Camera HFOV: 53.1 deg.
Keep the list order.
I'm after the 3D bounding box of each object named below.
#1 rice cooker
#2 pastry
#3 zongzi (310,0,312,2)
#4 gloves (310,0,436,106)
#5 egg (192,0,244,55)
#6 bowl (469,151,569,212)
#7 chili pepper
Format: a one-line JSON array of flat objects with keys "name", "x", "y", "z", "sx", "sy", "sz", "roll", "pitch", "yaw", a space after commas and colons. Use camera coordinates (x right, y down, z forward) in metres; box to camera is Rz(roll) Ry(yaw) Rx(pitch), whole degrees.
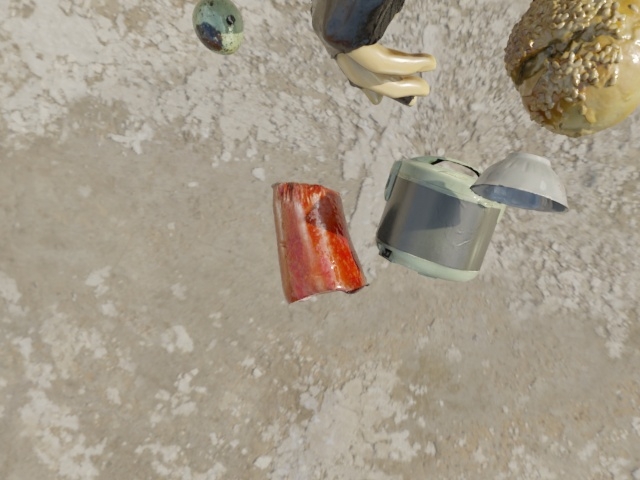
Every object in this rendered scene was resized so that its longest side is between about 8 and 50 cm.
[{"name": "rice cooker", "x": 0.287, "y": -0.062, "z": 1.554, "sx": 0.288, "sy": 0.288, "sz": 0.277, "roll": 18, "pitch": 100, "yaw": 8}, {"name": "pastry", "x": 0.490, "y": -0.368, "z": 1.236, "sx": 0.284, "sy": 0.184, "sz": 0.316, "roll": -21, "pitch": 65, "yaw": 41}, {"name": "zongzi", "x": 0.009, "y": -0.598, "z": 1.566, "sx": 0.083, "sy": 0.073, "sz": 0.067, "roll": -7, "pitch": 115, "yaw": 48}, {"name": "gloves", "x": 0.067, "y": -0.277, "z": 0.779, "sx": 0.152, "sy": 0.301, "sz": 0.197, "roll": 2, "pitch": 56, "yaw": 20}, {"name": "egg", "x": -0.173, "y": -0.365, "z": 1.089, "sx": 0.085, "sy": 0.085, "sz": 0.110, "roll": -23, "pitch": 76, "yaw": 12}, {"name": "bowl", "x": 0.388, "y": -0.118, "z": 1.228, "sx": 0.189, "sy": 0.189, "sz": 0.086, "roll": 15, "pitch": 86, "yaw": 8}, {"name": "chili pepper", "x": 0.000, "y": 0.000, "z": 1.634, "sx": 0.229, "sy": 0.251, "sz": 0.306, "roll": -10, "pitch": 83, "yaw": 30}]
